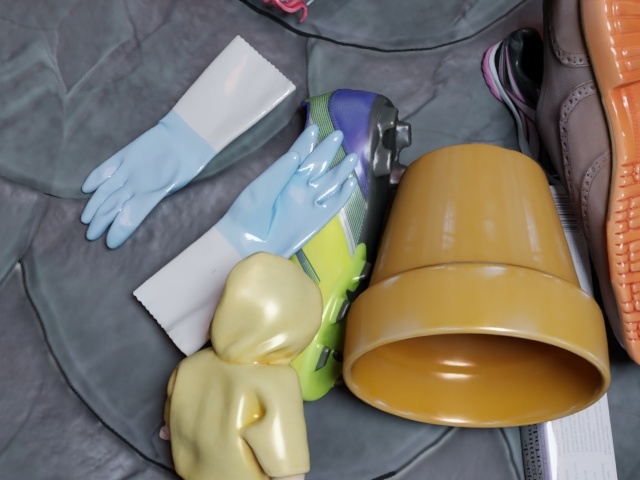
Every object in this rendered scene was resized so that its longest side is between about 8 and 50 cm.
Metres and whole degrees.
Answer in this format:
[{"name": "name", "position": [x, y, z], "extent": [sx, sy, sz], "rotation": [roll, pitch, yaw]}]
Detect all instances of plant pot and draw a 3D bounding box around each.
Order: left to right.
[{"name": "plant pot", "position": [0.126, 0.032, 0.764], "extent": [0.205, 0.205, 0.188], "rotation": [10, 60, -7]}]

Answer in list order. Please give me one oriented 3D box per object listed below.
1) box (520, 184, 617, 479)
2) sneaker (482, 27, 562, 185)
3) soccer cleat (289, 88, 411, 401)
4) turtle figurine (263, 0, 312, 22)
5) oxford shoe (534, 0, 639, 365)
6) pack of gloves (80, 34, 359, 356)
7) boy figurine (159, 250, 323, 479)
[{"name": "box", "position": [0.214, 0.109, 0.844], "extent": [0.067, 0.063, 0.324], "rotation": [-1, 75, -10]}, {"name": "sneaker", "position": [0.224, -0.129, 0.904], "extent": [0.072, 0.077, 0.178], "rotation": [-35, 83, -15]}, {"name": "soccer cleat", "position": [0.001, 0.000, 0.841], "extent": [0.121, 0.093, 0.289], "rotation": [7, 76, 24]}, {"name": "turtle figurine", "position": [-0.030, -0.315, 0.895], "extent": [0.175, 0.118, 0.234], "rotation": [33, 56, -15]}, {"name": "oxford shoe", "position": [0.268, -0.069, 0.816], "extent": [0.130, 0.133, 0.363], "rotation": [-8, 96, -22]}, {"name": "pack of gloves", "position": [-0.096, -0.050, 0.801], "extent": [0.232, 0.046, 0.195], "rotation": [-44, 71, -2]}, {"name": "boy figurine", "position": [-0.069, 0.151, 0.737], "extent": [0.092, 0.177, 0.285], "rotation": [15, 82, -42]}]
